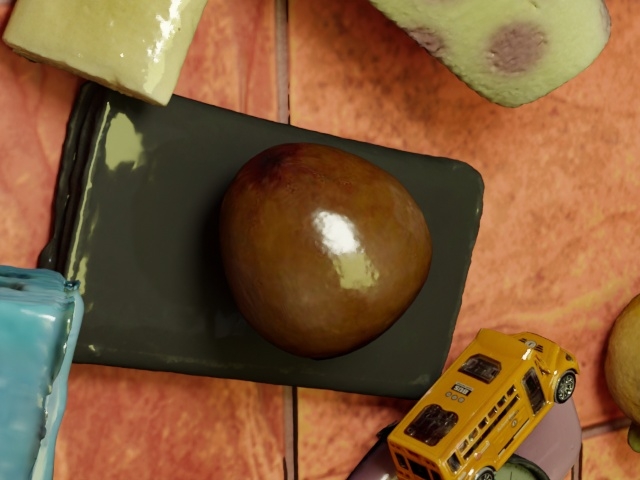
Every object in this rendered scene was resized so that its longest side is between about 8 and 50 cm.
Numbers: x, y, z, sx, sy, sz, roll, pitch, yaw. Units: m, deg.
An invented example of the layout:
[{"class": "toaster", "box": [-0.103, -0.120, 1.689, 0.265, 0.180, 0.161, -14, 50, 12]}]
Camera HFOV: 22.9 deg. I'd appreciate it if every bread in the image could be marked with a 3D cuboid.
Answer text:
[{"class": "bread", "box": [0.088, -0.263, 1.286, 0.155, 0.187, 0.338, -41, 129, 18]}, {"class": "bread", "box": [-0.147, -0.203, 1.188, 0.139, 0.060, 0.178, 23, 86, 0]}]

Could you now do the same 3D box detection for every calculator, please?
[{"class": "calculator", "box": [0.156, 0.219, 1.541, 0.294, 0.043, 0.194, -36, 118, -26]}]

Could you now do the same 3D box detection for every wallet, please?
[{"class": "wallet", "box": [-0.041, 0.010, 1.342, 0.406, 0.062, 0.228, 11, 94, -36]}]

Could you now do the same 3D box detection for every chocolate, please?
[{"class": "chocolate", "box": [0.000, 0.000, 1.234, 0.177, 0.177, 0.177, -9, 106, -34]}]

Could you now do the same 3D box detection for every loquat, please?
[{"class": "loquat", "box": [0.371, 0.130, 1.613, 0.172, 0.149, 0.204, 19, 103, -39]}]

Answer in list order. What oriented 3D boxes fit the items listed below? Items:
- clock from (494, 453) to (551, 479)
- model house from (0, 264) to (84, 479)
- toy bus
[{"class": "clock", "box": [0.159, 0.289, 1.507, 0.184, 0.040, 0.184, -8, 103, -39]}, {"class": "model house", "box": [-0.321, 0.122, 1.080, 0.303, 0.215, 0.237, 10, 95, -13]}, {"class": "toy bus", "box": [0.150, 0.148, 1.438, 0.194, 0.083, 0.088, -46, 134, -25]}]
